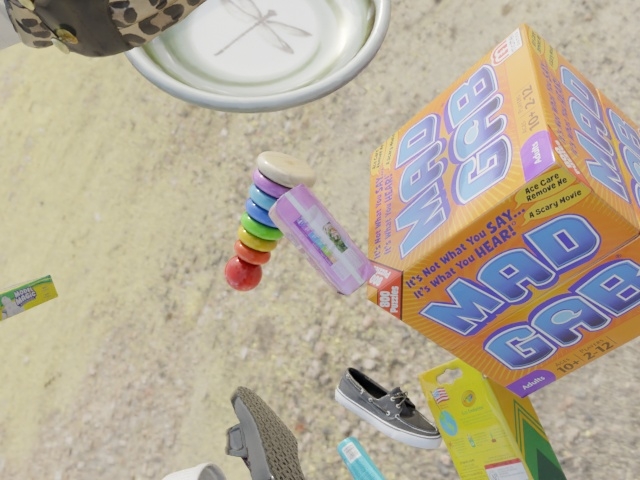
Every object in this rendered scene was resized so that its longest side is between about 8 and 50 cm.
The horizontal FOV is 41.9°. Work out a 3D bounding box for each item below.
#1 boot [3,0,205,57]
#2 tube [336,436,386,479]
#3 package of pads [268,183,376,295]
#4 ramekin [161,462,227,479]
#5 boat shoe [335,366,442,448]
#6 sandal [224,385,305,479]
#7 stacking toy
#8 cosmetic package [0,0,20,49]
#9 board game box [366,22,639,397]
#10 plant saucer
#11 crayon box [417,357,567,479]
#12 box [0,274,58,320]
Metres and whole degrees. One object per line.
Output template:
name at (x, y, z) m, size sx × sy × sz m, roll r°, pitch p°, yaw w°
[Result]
boot at (-0.219, -0.206, 0.450) m, size 0.377 × 0.284 × 0.138 m, roll -27°, pitch 62°, yaw 1°
tube at (0.107, 0.520, 1.814) m, size 0.080 × 0.052 × 0.207 m, roll -57°, pitch 46°, yaw 21°
package of pads at (0.000, 0.000, 0.587) m, size 0.032 × 0.083 × 0.050 m, roll -41°, pitch 3°, yaw -7°
ramekin at (-0.267, 0.573, 1.734) m, size 0.109 × 0.207 × 0.207 m, roll -12°, pitch 61°, yaw 14°
boat shoe at (0.126, 0.297, 1.519) m, size 0.228 × 0.080 × 0.076 m, roll 25°, pitch 108°, yaw 39°
sandal at (-0.119, 0.401, 1.559) m, size 0.107 × 0.167 × 0.446 m, roll -43°, pitch 16°, yaw 2°
stacking toy at (-0.130, -0.030, 1.904) m, size 0.141 × 0.141 × 0.330 m, roll 48°, pitch 122°, yaw 47°
cosmetic package at (-0.527, -0.324, 1.040) m, size 0.225 × 0.224 × 0.138 m, roll -21°, pitch 64°, yaw 5°
board game box at (0.324, -0.038, 1.334) m, size 0.356 × 0.356 × 0.356 m, roll -39°, pitch 30°, yaw 33°
plant saucer at (-0.099, -0.325, 1.234) m, size 0.100 × 0.400 × 0.400 m, roll 93°, pitch 172°, yaw -60°
crayon box at (0.322, 0.366, 1.572) m, size 0.202 × 0.081 × 0.318 m, roll -38°, pitch 73°, yaw 56°
box at (-0.503, 0.104, 1.271) m, size 0.105 × 0.179 × 0.043 m, roll -14°, pitch 99°, yaw 30°
